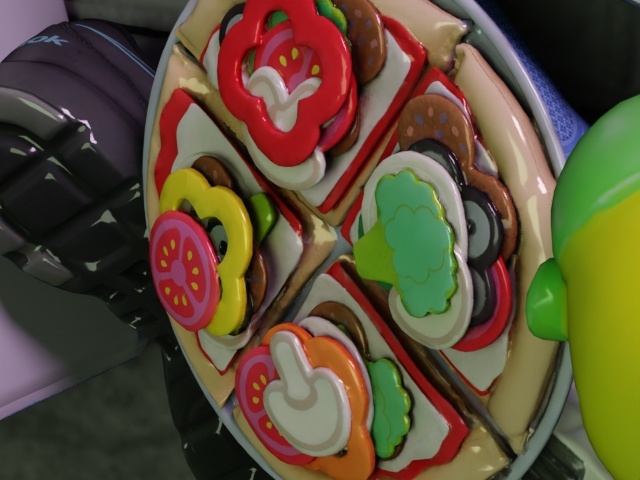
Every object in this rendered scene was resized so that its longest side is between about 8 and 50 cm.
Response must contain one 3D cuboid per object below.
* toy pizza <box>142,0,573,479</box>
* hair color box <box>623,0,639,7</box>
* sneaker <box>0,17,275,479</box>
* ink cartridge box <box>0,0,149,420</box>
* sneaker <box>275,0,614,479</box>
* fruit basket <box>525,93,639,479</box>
[{"bbox_3d":[0.000,0.000,0.588,0.201,0.032,0.201,15,112,43],"label":"toy pizza"},{"bbox_3d":[0.131,-0.165,0.572,0.347,0.105,0.174,28,117,22],"label":"hair color box"},{"bbox_3d":[-0.034,0.017,0.739,0.101,0.106,0.267,-30,108,29],"label":"sneaker"},{"bbox_3d":[-0.308,-0.043,0.842,0.394,0.166,0.286,-9,99,34],"label":"ink cartridge box"},{"bbox_3d":[0.079,0.020,0.644,0.129,0.147,0.330,-34,78,46],"label":"sneaker"},{"bbox_3d":[0.248,0.041,0.412,0.392,0.283,0.392,50,157,30],"label":"fruit basket"}]
